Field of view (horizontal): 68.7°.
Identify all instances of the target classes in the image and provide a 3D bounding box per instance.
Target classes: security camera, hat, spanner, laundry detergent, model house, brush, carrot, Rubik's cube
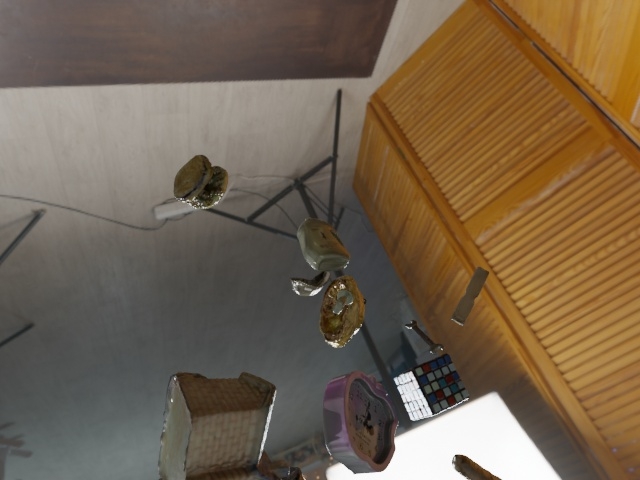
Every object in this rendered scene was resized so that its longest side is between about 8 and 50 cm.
[{"bbox_3d":[0.066,0.194,1.448,0.058,0.058,0.092,-45,-177,31],"label":"security camera"},{"bbox_3d":[-0.027,0.201,2.001,0.166,0.173,0.144,-14,119,-15],"label":"hat"},{"bbox_3d":[0.371,0.344,1.687,0.054,0.254,0.015,-20,107,-8],"label":"spanner"},{"bbox_3d":[0.000,0.000,1.764,0.181,0.253,0.091,1,132,-29],"label":"laundry detergent"},{"bbox_3d":[-0.320,0.695,1.626,0.399,0.395,0.446,5,100,-27],"label":"model house"},{"bbox_3d":[0.650,0.242,2.037,0.321,0.060,0.050,-50,163,-34],"label":"brush"},{"bbox_3d":[0.417,0.608,1.174,0.070,0.070,0.342,-37,117,20],"label":"carrot"},{"bbox_3d":[0.422,0.562,1.797,0.183,0.182,0.187,-14,158,-22],"label":"Rubik's cube"}]

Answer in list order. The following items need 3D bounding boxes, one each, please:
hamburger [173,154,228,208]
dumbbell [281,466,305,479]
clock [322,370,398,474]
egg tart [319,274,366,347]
[{"bbox_3d":[-0.350,-0.162,1.413,0.159,0.185,0.131,-35,135,19],"label":"hamburger"},{"bbox_3d":[-0.105,0.991,1.768,0.152,0.218,0.152,-21,-176,2],"label":"dumbbell"},{"bbox_3d":[0.141,0.628,1.640,0.102,0.339,0.338,-25,154,33],"label":"clock"},{"bbox_3d":[0.099,0.285,1.875,0.115,0.291,0.290,13,135,-24],"label":"egg tart"}]
